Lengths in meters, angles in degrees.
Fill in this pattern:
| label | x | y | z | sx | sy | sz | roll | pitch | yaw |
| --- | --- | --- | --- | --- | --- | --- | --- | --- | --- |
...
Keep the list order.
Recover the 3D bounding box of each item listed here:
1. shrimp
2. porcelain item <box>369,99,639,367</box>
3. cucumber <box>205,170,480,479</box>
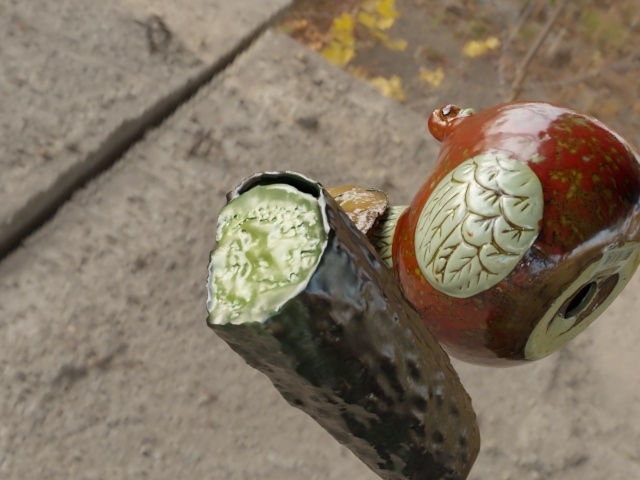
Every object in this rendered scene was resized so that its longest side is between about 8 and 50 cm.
| label | x | y | z | sx | sy | sz | roll | pitch | yaw |
| --- | --- | --- | --- | --- | --- | --- | --- | --- | --- |
| shrimp | 0.000 | -0.001 | 1.241 | 0.294 | 0.154 | 0.062 | -122 | -172 | -71 |
| porcelain item | 0.159 | -0.023 | 1.219 | 0.253 | 0.253 | 0.253 | 21 | 33 | -15 |
| cucumber | 0.029 | 0.052 | 0.632 | 0.211 | 0.062 | 0.078 | 45 | 44 | -47 |
